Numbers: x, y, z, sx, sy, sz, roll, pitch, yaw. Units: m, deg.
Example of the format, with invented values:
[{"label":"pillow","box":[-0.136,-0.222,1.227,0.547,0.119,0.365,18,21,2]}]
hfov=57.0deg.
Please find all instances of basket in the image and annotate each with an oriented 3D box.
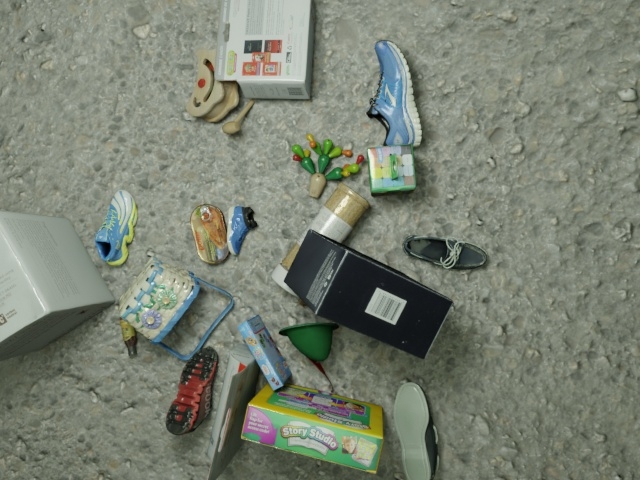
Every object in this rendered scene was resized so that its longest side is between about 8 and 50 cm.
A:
[{"label":"basket","box":[-0.444,0.209,1.782,0.289,0.201,0.254,33,94,-29]}]

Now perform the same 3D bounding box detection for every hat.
[{"label":"hat","box":[-0.014,0.346,1.720,0.209,0.173,0.183,6,68,-34]}]

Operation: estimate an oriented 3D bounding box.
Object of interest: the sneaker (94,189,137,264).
[{"label":"sneaker","box":[-0.635,-0.040,1.826,0.091,0.126,0.240,3,90,6]}]

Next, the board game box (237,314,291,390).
[{"label":"board game box","box":[-0.163,0.329,1.757,0.039,0.160,0.211,-31,86,5]}]

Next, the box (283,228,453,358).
[{"label":"box","box":[0.119,0.138,1.599,0.343,0.312,0.179,26,93,-21]}]

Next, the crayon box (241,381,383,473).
[{"label":"crayon box","box":[-0.008,0.513,1.663,0.363,0.313,0.106,12,91,6]}]

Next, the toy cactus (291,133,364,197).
[{"label":"toy cactus","box":[0.008,-0.218,1.784,0.219,0.112,0.180,16,101,-3]}]

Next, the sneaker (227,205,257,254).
[{"label":"sneaker","box":[-0.239,-0.031,1.819,0.085,0.058,0.152,-1,83,14]}]

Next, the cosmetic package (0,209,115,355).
[{"label":"cosmetic package","box":[-0.887,0.137,1.716,0.329,0.394,0.327,-32,86,5]}]

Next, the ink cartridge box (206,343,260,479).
[{"label":"ink cartridge box","box":[-0.267,0.476,1.653,0.091,0.385,0.308,13,91,7]}]

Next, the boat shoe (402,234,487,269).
[{"label":"boat shoe","box":[0.370,0.032,1.746,0.255,0.079,0.095,16,91,6]}]

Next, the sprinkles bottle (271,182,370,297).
[{"label":"sprinkles bottle","box":[0.000,0.000,1.763,0.121,0.121,0.355,37,93,5]}]

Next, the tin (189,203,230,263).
[{"label":"tin","box":[-0.344,-0.020,1.842,0.106,0.040,0.189,-13,88,2]}]

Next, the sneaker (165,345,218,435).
[{"label":"sneaker","box":[-0.380,0.465,1.813,0.098,0.135,0.276,11,67,18]}]

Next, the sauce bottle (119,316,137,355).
[{"label":"sauce bottle","box":[-0.604,0.299,1.862,0.042,0.042,0.128,-13,87,6]}]

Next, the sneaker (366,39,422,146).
[{"label":"sneaker","box":[0.201,-0.429,1.744,0.147,0.130,0.329,-12,88,3]}]

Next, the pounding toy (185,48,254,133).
[{"label":"pounding toy","box":[-0.311,-0.446,1.827,0.154,0.155,0.269,-11,78,34]}]

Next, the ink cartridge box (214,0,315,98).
[{"label":"ink cartridge box","box":[-0.162,-0.593,1.761,0.272,0.130,0.309,3,81,6]}]

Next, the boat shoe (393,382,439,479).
[{"label":"boat shoe","box":[0.288,0.565,1.747,0.114,0.091,0.302,-1,91,33]}]

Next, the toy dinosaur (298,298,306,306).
[{"label":"toy dinosaur","box":[0.041,0.182,1.798,0.212,0.064,0.112,11,115,11]}]

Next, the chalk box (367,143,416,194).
[{"label":"chalk box","box":[0.202,-0.202,1.698,0.132,0.213,0.132,-4,89,6]}]
